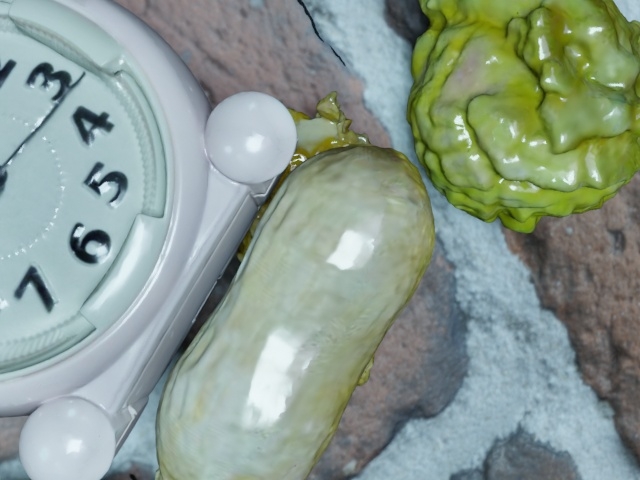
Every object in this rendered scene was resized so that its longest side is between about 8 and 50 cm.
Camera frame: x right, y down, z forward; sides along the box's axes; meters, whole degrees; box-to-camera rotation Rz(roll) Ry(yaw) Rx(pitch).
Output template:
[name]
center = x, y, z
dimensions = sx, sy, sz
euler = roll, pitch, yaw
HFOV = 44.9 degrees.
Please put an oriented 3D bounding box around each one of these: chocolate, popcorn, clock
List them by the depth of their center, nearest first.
[clock]
center = -0.219, -0.036, 0.539
dimensions = 0.325, 0.184, 0.342
euler = 30, 81, -4
[chocolate]
center = -0.023, 0.068, 0.569
dimensions = 0.134, 0.134, 0.309
euler = 26, 93, -20
[popcorn]
center = 0.191, -0.131, 0.690
dimensions = 0.259, 0.212, 0.259
euler = -5, 101, -25

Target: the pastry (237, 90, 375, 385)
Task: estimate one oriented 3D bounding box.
[pastry]
center = 0.000, 0.000, 0.677
dimensions = 0.154, 0.102, 0.250
euler = 6, 95, -9
